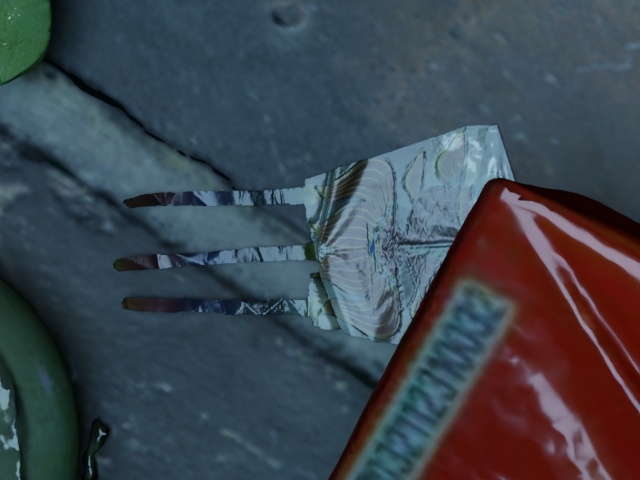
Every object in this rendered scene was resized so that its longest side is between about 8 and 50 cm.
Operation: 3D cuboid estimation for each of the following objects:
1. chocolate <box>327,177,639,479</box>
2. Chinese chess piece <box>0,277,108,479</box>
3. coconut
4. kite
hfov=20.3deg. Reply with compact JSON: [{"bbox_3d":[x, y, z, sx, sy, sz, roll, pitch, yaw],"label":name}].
[{"bbox_3d":[0.165,0.182,0.857,0.341,0.161,0.360,29,107,8],"label":"chocolate"},{"bbox_3d":[-0.243,0.110,0.986,0.237,0.092,0.238,0,92,9],"label":"Chinese chess piece"},{"bbox_3d":[-0.186,-0.131,0.971,0.083,0.081,0.082,-35,128,14],"label":"coconut"},{"bbox_3d":[0.000,0.000,0.977,0.229,0.016,0.127,1,90,7],"label":"kite"}]
